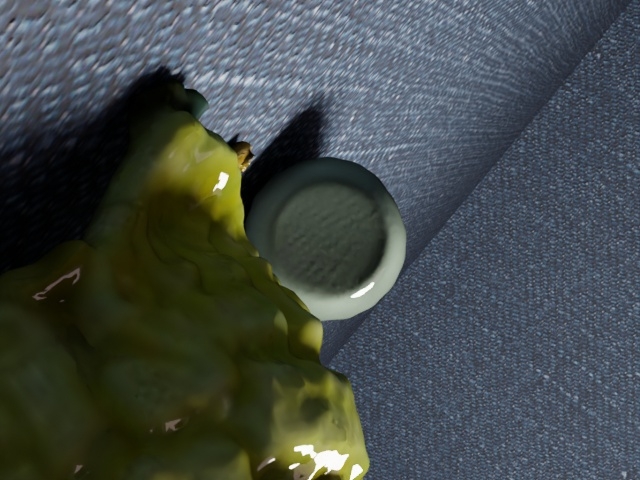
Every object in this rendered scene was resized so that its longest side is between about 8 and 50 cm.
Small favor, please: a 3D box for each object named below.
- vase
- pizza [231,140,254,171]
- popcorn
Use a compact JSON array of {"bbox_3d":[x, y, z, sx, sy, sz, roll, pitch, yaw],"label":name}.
[{"bbox_3d":[0.000,0.000,0.921,0.128,0.128,0.248,-49,-178,-2],"label":"vase"},{"bbox_3d":[-0.070,-0.026,0.741,0.083,0.025,0.078,-49,169,-7],"label":"pizza"},{"bbox_3d":[-0.096,0.122,0.554,0.293,0.237,0.293,-44,168,-12],"label":"popcorn"}]
